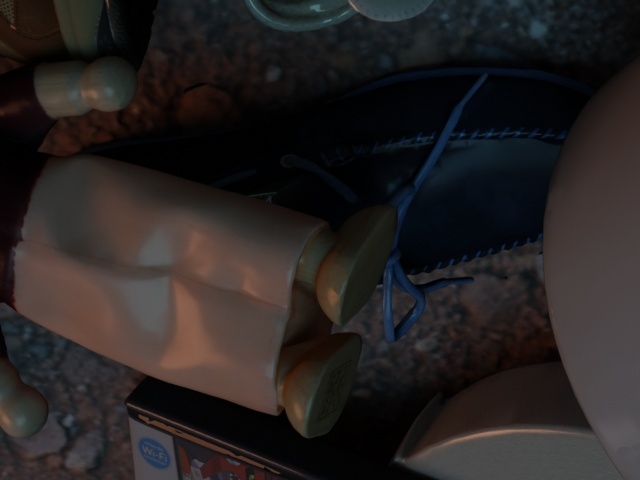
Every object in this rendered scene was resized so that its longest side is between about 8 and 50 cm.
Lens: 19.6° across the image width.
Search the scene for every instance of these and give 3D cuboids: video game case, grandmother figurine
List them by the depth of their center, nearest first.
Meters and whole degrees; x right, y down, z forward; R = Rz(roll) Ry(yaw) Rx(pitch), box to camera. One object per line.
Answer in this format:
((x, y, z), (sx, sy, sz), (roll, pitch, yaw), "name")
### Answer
((-0.143, 0.000, 0.955), (0.342, 0.104, 0.207), (20, 96, 14), "grandmother figurine")
((0.002, 0.229, 1.194), (0.275, 0.035, 0.248), (19, 132, 24), "video game case")

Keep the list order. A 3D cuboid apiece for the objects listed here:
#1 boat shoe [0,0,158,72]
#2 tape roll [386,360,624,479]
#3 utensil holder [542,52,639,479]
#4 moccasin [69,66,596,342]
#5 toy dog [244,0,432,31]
((-0.162, -0.213, 0.884), (0.120, 0.122, 0.324), (0, 127, 10), "boat shoe")
((0.203, 0.245, 1.141), (0.392, 0.072, 0.392), (19, 133, 22), "tape roll")
((0.324, -0.022, 0.783), (0.328, 0.327, 0.385), (29, 149, -16), "utensil holder")
((0.000, 0.000, 1.034), (0.342, 0.117, 0.137), (-13, 125, 16), "moccasin")
((0.076, -0.180, 0.854), (0.334, 0.161, 0.220), (-11, 126, 12), "toy dog")
